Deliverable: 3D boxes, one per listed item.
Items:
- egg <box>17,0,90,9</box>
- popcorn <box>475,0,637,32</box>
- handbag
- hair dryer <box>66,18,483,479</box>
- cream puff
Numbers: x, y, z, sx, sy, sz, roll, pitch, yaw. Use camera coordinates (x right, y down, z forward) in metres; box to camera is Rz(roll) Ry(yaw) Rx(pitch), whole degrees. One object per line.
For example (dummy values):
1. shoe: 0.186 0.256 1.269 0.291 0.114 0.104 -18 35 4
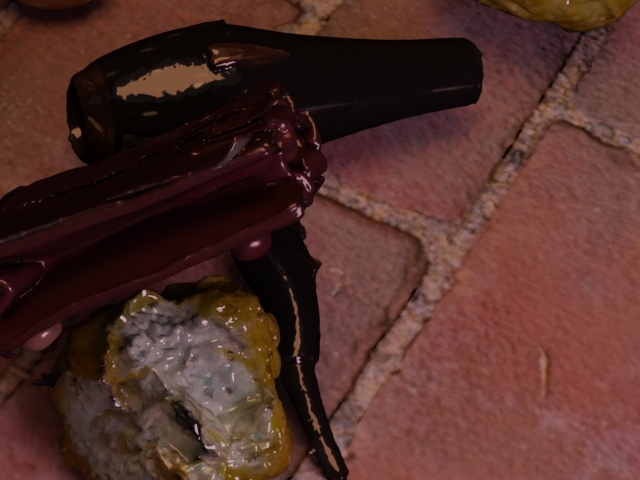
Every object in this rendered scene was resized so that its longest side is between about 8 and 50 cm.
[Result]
1. egg: -0.207 -0.213 1.209 0.083 0.071 0.071 -26 58 -20
2. popcorn: 0.176 -0.264 1.212 0.198 0.198 0.212 10 69 3
3. handbag: -0.101 -0.017 0.909 0.216 0.074 0.203 -21 13 5
4. hair dryer: 0.000 0.000 1.058 0.303 0.120 0.359 -5 62 -20
5. cream puff: -0.082 0.095 0.936 0.156 0.121 0.156 6 73 -19
